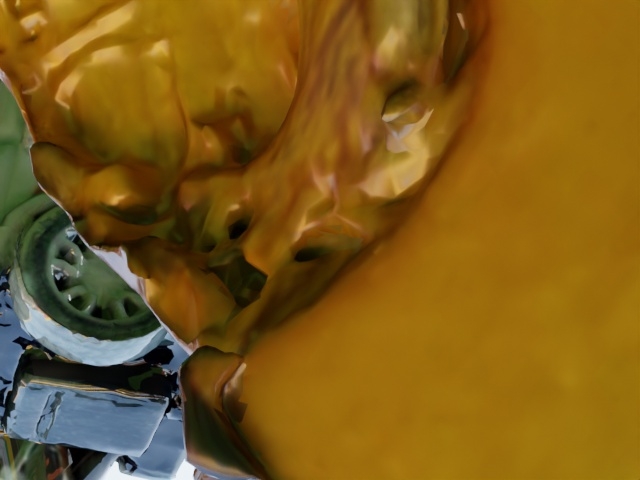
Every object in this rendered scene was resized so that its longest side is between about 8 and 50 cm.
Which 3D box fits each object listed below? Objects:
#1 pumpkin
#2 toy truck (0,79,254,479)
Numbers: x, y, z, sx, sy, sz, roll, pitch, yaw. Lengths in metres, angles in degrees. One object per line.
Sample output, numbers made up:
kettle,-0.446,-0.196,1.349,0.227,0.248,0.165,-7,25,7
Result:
pumpkin,0.012,-0.056,0.427,0.169,0.312,0.148,-48,162,13
toy truck,0.000,0.000,0.673,0.338,0.133,0.184,10,-125,-13
